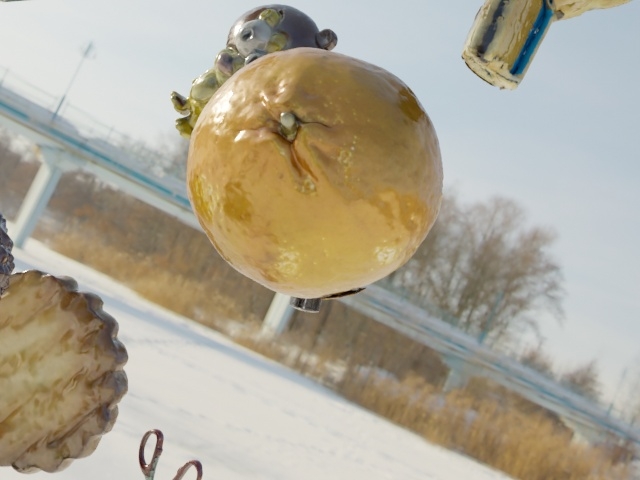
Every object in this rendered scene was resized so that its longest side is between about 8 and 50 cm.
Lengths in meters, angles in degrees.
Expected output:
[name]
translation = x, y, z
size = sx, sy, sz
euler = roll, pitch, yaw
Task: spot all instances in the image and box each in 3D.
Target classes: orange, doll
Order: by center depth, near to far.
[orange]
translation = -0.004, -0.060, 0.780
size = 0.219, 0.219, 0.193
euler = 25, -20, -6
[doll]
translation = -0.067, -0.161, 0.941
size = 0.145, 0.188, 0.096
euler = 50, 6, 33

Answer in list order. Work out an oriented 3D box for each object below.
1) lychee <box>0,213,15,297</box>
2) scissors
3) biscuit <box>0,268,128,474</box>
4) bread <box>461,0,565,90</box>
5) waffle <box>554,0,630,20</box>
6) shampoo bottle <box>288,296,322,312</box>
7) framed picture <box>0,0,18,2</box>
[lychee]
translation = -0.504, 0.027, 1.065
size = 0.304, 0.275, 0.276
euler = 52, -13, -10
[scissors]
translation = -0.297, 0.460, 1.572
size = 0.144, 0.248, 0.017
euler = 29, 6, 32
[biscuit]
translation = -0.451, 0.210, 1.465
size = 0.325, 0.326, 0.107
euler = 23, 1, 14
[bread]
translation = 0.180, -0.204, 0.883
size = 0.072, 0.106, 0.053
euler = 34, -13, -26
[waffle]
translation = 0.304, -0.299, 0.963
size = 0.168, 0.057, 0.274
euler = -15, -3, -2
[shampoo bottle]
translation = 0.000, 0.000, 1.755
size = 0.104, 0.278, 0.104
euler = 14, -1, 0
[framed picture]
translation = -0.408, -0.425, 1.459
size = 0.183, 0.142, 0.011
euler = -26, 84, -52
